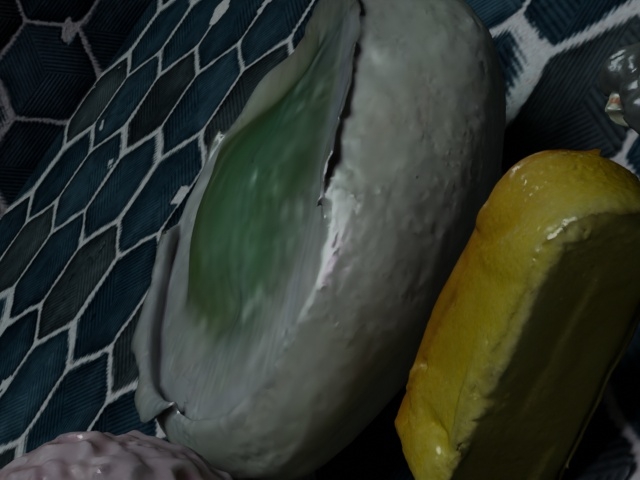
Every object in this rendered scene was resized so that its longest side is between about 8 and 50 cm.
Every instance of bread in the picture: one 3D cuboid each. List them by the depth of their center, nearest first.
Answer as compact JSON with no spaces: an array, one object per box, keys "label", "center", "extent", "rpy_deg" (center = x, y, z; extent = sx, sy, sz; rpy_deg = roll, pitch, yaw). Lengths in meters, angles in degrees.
[{"label":"bread","center":[0.122,0.061,0.705],"extent":[0.094,0.102,0.245],"rpy_deg":[-112,34,-55]}]

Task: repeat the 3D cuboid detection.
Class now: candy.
[{"label":"candy","center":[0.000,0.000,0.952],"extent":[0.386,0.186,0.427],"rpy_deg":[-36,31,47]}]

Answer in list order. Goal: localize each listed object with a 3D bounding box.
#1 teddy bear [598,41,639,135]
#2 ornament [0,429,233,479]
[{"label":"teddy bear","center":[0.260,-0.047,0.645],"extent":[0.171,0.144,0.251],"rpy_deg":[-28,36,19]},{"label":"ornament","center":[-0.134,0.250,0.786],"extent":[0.225,0.259,0.259],"rpy_deg":[-31,32,17]}]
